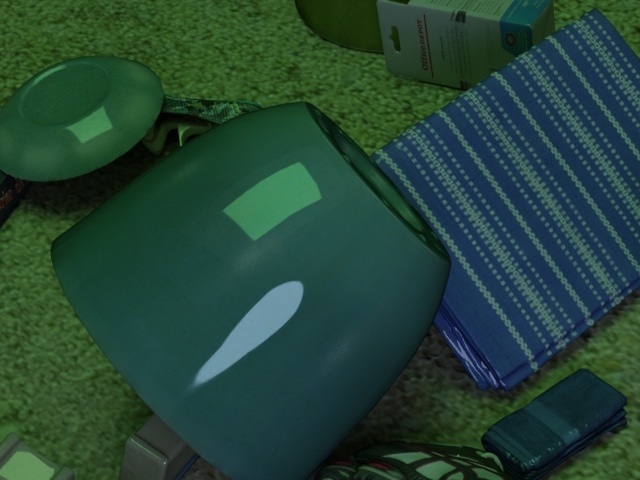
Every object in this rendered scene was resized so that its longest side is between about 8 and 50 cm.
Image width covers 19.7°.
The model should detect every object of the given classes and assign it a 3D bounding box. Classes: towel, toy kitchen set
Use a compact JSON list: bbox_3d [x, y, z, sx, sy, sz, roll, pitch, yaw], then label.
[{"bbox_3d":[0.201,0.159,1.576,0.119,0.029,0.067,-31,45,-20],"label":"towel"},{"bbox_3d":[-0.228,0.181,1.611,0.207,0.122,0.166,31,54,13],"label":"toy kitchen set"},{"bbox_3d":[0.207,-0.041,1.693,0.336,0.040,0.243,-34,86,-25],"label":"towel"}]

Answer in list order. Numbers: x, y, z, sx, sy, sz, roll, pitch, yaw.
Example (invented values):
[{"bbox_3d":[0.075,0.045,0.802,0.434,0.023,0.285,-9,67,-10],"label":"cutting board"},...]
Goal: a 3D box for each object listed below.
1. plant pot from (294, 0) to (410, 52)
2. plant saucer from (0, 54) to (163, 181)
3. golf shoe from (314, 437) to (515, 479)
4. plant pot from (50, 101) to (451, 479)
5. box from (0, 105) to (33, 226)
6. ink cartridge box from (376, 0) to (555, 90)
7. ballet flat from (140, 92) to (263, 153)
[{"bbox_3d":[0.083,-0.407,2.035,0.275,0.293,0.274,-7,41,6],"label":"plant pot"},{"bbox_3d":[-0.261,-0.140,1.923,0.195,0.037,0.195,-11,43,11],"label":"plant saucer"},{"bbox_3d":[0.126,0.209,1.467,0.273,0.105,0.120,12,30,36],"label":"golf shoe"},{"bbox_3d":[-0.036,0.028,1.518,0.235,0.293,0.293,-42,42,9],"label":"plant pot"},{"bbox_3d":[-0.397,-0.057,1.940,0.159,0.044,0.233,10,45,22],"label":"box"},{"bbox_3d":[0.156,-0.217,1.949,0.180,0.104,0.060,15,48,26],"label":"ink cartridge box"},{"bbox_3d":[-0.152,-0.121,1.946,0.188,0.070,0.070,3,43,21],"label":"ballet flat"}]
